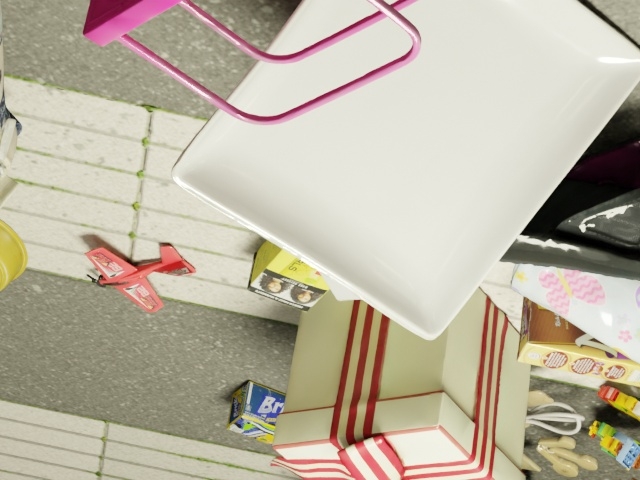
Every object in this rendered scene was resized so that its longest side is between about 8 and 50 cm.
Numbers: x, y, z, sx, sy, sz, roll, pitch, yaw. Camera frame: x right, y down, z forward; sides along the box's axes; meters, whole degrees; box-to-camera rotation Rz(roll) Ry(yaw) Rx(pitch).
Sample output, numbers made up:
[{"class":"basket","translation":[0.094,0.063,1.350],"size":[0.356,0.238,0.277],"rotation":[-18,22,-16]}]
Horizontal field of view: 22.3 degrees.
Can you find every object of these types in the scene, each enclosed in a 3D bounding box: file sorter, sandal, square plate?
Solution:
[{"class":"file sorter","translation":[-0.025,-0.262,1.235],"size":[0.202,0.290,0.182],"rotation":[-22,139,39]},{"class":"sandal","translation":[0.306,-0.042,1.612],"size":[0.446,0.167,0.107],"rotation":[2,125,6]},{"class":"square plate","translation":[0.085,-0.119,1.490],"size":[0.344,0.049,0.347],"rotation":[33,99,-31]}]

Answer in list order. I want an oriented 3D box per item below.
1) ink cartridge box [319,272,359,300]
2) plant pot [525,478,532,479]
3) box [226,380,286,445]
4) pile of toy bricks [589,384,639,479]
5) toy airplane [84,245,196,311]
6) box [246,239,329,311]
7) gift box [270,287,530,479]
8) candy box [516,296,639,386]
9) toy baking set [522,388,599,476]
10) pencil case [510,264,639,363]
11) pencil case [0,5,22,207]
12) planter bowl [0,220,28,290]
[{"class":"ink cartridge box","translation":[0.040,-0.044,1.657],"size":[0.072,0.175,0.127],"rotation":[-4,145,22]},{"class":"plant pot","translation":[0.138,0.427,2.309],"size":[0.255,0.271,0.271],"rotation":[18,150,15]},{"class":"box","translation":[-0.042,0.256,2.252],"size":[0.169,0.059,0.054],"rotation":[23,144,-20]},{"class":"pile of toy bricks","translation":[0.399,0.266,2.130],"size":[0.105,0.118,0.212],"rotation":[27,172,38]},{"class":"toy airplane","translation":[-0.220,0.038,1.990],"size":[0.151,0.028,0.151],"rotation":[6,149,4]},{"class":"box","translation":[0.000,0.000,1.844],"size":[0.087,0.058,0.232],"rotation":[22,145,-16]},{"class":"gift box","translation":[0.094,0.212,1.964],"size":[0.276,0.258,0.255],"rotation":[-16,139,33]},{"class":"candy box","translation":[0.325,0.102,1.869],"size":[0.187,0.109,0.053],"rotation":[11,148,-2]},{"class":"toy baking set","translation":[0.266,0.242,2.141],"size":[0.197,0.030,0.256],"rotation":[8,149,28]},{"class":"pencil case","translation":[0.337,0.060,1.716],"size":[0.273,0.113,0.124],"rotation":[29,113,12]},{"class":"pencil case","translation":[-0.371,-0.198,1.538],"size":[0.183,0.160,0.410],"rotation":[24,148,8]},{"class":"planter bowl","translation":[-0.478,0.036,2.000],"size":[0.217,0.090,0.217],"rotation":[6,148,4]}]
